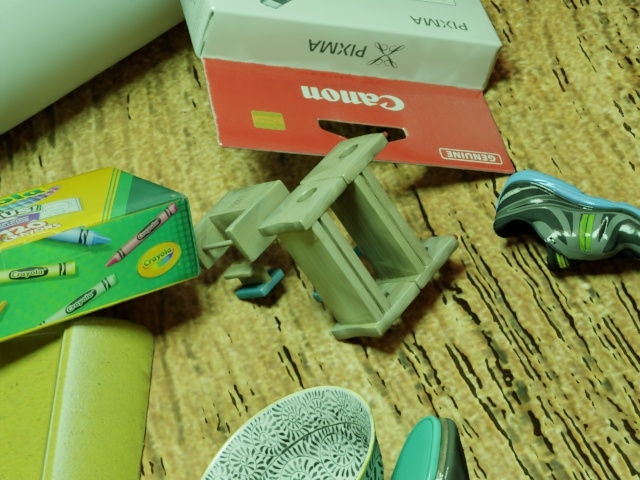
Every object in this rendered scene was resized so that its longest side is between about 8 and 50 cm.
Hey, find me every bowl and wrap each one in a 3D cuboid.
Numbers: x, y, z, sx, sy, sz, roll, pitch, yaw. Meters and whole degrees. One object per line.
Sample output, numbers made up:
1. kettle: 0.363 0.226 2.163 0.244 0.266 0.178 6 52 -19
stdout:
1. bowl: -0.009 0.203 1.520 0.170 0.080 0.170 -28 32 19

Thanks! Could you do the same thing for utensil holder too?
1. utensil holder: -0.319 -0.293 1.966 0.385 0.327 0.327 -35 47 -17

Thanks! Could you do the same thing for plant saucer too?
1. plant saucer: -0.320 0.186 1.639 0.333 0.081 0.333 -7 44 8

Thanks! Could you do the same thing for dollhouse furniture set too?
1. dollhouse furniture set: 0.000 0.000 1.742 0.183 0.129 0.129 -8 32 53

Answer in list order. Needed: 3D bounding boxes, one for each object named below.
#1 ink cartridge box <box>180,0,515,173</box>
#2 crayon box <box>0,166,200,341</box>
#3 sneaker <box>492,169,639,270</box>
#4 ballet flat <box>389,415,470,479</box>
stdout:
1. ink cartridge box: 0.029 -0.180 1.849 0.296 0.066 0.261 4 39 -19
2. crayon box: -0.267 0.019 1.714 0.278 0.081 0.165 -18 19 -26
3. sneaker: 0.235 0.000 1.705 0.188 0.067 0.078 21 75 30
4. ballet flat: 0.073 0.267 1.443 0.096 0.095 0.280 30 59 -14
